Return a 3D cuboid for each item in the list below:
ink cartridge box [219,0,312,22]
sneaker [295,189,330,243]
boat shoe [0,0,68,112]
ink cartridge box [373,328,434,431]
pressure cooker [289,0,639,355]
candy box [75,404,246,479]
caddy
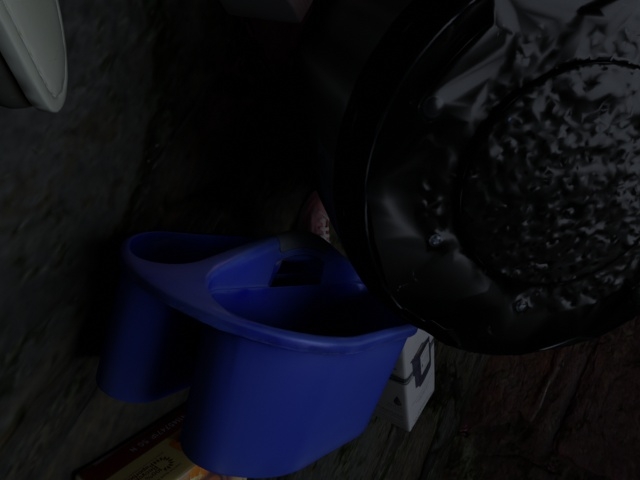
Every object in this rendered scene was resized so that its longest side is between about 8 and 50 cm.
[{"bbox_3d":[-0.039,-0.288,0.534,0.143,0.089,0.092,-64,150,-13],"label":"ink cartridge box"},{"bbox_3d":[0.000,0.000,0.791,0.051,0.070,0.134,38,72,-58],"label":"sneaker"},{"bbox_3d":[-0.208,-0.189,0.265,0.305,0.091,0.109,81,-5,-46],"label":"boat shoe"},{"bbox_3d":[0.081,0.163,0.917,0.100,0.171,0.237,-48,143,-36],"label":"ink cartridge box"},{"bbox_3d":[0.152,-0.140,0.620,0.375,0.420,0.370,22,110,-21],"label":"pressure cooker"},{"bbox_3d":[-0.176,0.363,0.676,0.183,0.087,0.317,-22,125,-54],"label":"candy box"},{"bbox_3d":[-0.047,0.074,0.582,0.341,0.241,0.179,4,109,-61],"label":"caddy"}]
